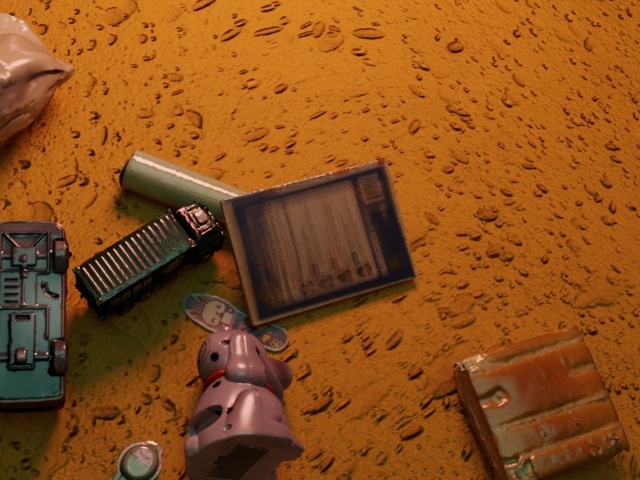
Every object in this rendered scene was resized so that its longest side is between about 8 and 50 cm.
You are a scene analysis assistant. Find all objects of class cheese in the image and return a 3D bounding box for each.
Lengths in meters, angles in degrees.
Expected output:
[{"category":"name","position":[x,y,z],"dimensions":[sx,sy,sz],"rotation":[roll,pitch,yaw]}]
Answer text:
[{"category":"cheese","position":[-0.295,0.363,1.708],"dimensions":[0.067,0.026,0.121],"rotation":[37,62,9]}]

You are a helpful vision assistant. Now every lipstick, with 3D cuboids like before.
[{"category":"lipstick","position":[-0.205,-0.078,1.929],"dimensions":[0.304,0.076,0.076],"rotation":[20,61,-1]}]

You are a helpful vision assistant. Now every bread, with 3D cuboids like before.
[{"category":"bread","position":[0.366,0.288,1.841],"dimensions":[0.246,0.111,0.239],"rotation":[-12,65,-17]}]

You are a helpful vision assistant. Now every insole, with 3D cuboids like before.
[{"category":"insole","position":[-0.146,0.141,1.868],"dimensions":[0.197,0.004,0.065],"rotation":[23,61,1]}]

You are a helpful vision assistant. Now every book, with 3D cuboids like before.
[{"category":"book","position":[0.000,0.000,1.911],"dimensions":[0.322,0.018,0.228],"rotation":[-14,91,-20]}]

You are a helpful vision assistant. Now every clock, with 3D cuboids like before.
[{"category":"clock","position":[-0.131,0.250,1.740],"dimensions":[0.188,0.189,0.254],"rotation":[4,47,-10]}]

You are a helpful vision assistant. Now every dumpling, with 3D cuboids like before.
[{"category":"dumpling","position":[-0.596,-0.276,1.883],"dimensions":[0.318,0.187,0.243],"rotation":[-38,79,-23]}]

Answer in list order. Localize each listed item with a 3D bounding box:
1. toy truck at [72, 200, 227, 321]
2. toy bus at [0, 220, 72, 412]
[{"category":"toy truck","position":[-0.281,0.030,1.824],"dimensions":[0.259,0.121,0.088],"rotation":[-34,75,-21]},{"category":"toy bus","position":[-0.461,0.122,1.715],"dimensions":[0.139,0.157,0.290],"rotation":[-2,71,-11]}]
